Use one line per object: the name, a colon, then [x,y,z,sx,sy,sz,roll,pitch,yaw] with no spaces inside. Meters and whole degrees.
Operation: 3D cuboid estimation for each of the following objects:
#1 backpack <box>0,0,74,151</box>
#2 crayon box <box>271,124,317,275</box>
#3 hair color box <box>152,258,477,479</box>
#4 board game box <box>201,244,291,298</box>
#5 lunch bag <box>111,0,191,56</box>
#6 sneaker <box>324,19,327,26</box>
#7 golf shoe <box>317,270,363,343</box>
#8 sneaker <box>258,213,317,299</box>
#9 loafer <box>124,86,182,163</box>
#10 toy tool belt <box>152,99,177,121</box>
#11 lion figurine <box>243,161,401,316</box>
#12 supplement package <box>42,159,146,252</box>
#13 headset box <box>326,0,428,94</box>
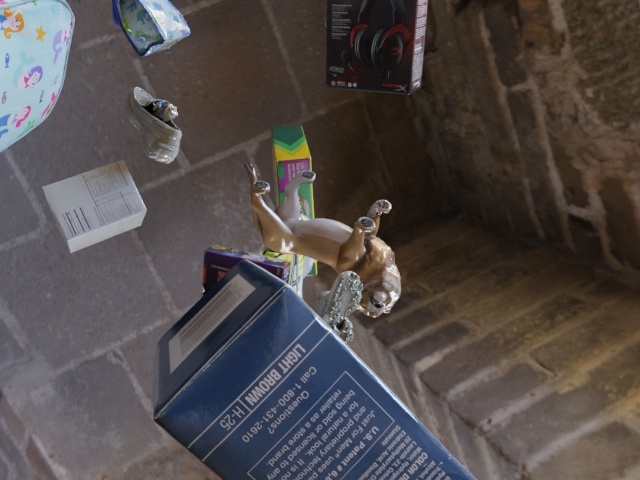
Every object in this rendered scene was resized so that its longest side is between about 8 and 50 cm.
backpack: [-0.379,-0.217,0.601,0.191,0.253,0.225,23,126,-9]
crayon box: [-0.081,-0.122,1.689,0.106,0.313,0.363,-5,117,-3]
hair color box: [0.039,0.176,0.414,0.105,0.174,0.347,-45,103,-8]
board game box: [-0.151,0.095,1.133,0.170,0.048,0.141,11,109,15]
lunch bag: [-0.371,-0.482,1.215,0.096,0.129,0.151,-21,109,23]
sneaker: [0.120,-0.609,1.749,0.208,0.127,0.319,-17,114,-17]
golf shoe: [0.020,0.110,1.003,0.069,0.086,0.176,-18,137,-31]
sneaker: [-0.117,0.103,1.392,0.147,0.145,0.384,41,57,-53]
loafer: [-0.440,-0.329,1.522,0.112,0.319,0.111,16,119,-46]
toy tool belt: [-0.408,-0.343,1.473,0.052,0.083,0.051,-42,133,-30]
lion figurine: [0.000,0.000,1.180,0.392,0.142,0.240,27,135,10]
supplement package: [-0.584,-0.086,1.483,0.203,0.194,0.149,-25,89,-24]
headset box: [0.131,-0.505,1.335,0.218,0.110,0.293,11,117,20]
